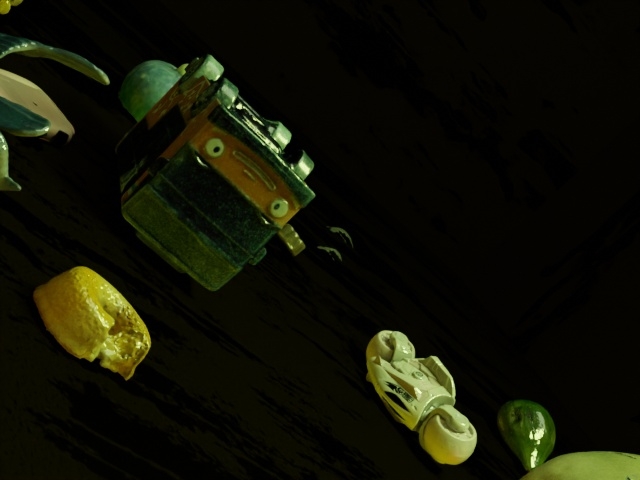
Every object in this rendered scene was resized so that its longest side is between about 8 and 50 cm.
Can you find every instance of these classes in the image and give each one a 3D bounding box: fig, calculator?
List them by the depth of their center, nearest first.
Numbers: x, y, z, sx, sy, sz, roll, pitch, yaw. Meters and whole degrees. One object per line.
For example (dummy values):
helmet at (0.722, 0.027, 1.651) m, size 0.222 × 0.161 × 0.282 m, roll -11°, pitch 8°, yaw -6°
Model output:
calculator at (-0.327, -0.151, 1.179) m, size 0.103 × 0.024 × 0.166 m, roll 48°, pitch 10°, yaw 16°
fig at (0.403, 0.385, 2.015) m, size 0.117 × 0.117 × 0.177 m, roll 42°, pitch 20°, yaw -26°

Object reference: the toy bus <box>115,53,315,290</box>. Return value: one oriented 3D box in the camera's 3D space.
toy bus at (-0.136, -0.089, 1.261) m, size 0.162 × 0.194 × 0.323 m, roll 43°, pitch 6°, yaw -22°

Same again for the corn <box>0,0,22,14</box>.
corn at (-0.478, -0.376, 1.187) m, size 0.363 × 0.120 × 0.120 m, roll 35°, pitch 14°, yaw -49°

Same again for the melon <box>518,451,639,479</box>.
melon at (0.323, 0.365, 1.144) m, size 0.330 × 0.269 × 0.268 m, roll 17°, pitch 22°, yaw -27°

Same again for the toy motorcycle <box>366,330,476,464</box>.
toy motorcycle at (0.129, 0.219, 1.498) m, size 0.112 × 0.112 × 0.254 m, roll 39°, pitch 11°, yaw -41°

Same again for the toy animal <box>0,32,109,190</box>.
toy animal at (-0.289, -0.102, 0.756) m, size 0.239 × 0.255 × 0.176 m, roll -37°, pitch 112°, yaw -44°

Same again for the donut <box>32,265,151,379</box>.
donut at (-0.182, 0.061, 0.853) m, size 0.097 × 0.043 × 0.108 m, roll 52°, pitch 6°, yaw 30°

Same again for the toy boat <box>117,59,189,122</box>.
toy boat at (-0.194, -0.200, 1.732) m, size 0.215 × 0.123 × 0.330 m, roll 53°, pitch 10°, yaw 32°

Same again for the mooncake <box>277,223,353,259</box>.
mooncake at (-0.011, 0.006, 1.923) m, size 0.150 × 0.057 × 0.347 m, roll 58°, pitch 13°, yaw -8°
